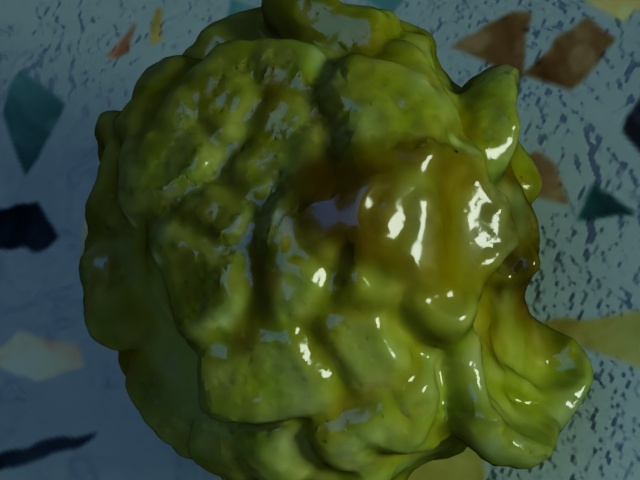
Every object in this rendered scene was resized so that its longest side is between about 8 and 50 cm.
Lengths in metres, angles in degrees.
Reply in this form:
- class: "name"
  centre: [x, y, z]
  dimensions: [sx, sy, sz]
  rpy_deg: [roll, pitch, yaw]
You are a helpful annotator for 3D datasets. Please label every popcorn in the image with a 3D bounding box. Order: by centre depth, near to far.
- class: "popcorn"
  centre: [0.011, 0.002, 0.685]
  dimensions: [0.216, 0.181, 0.235]
  rpy_deg: [8, 77, 24]
